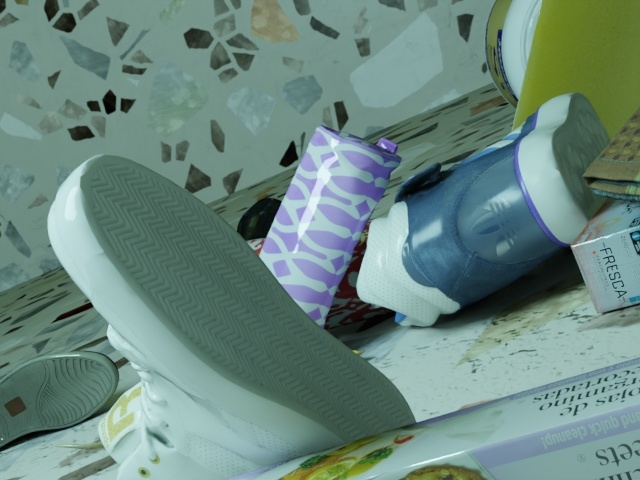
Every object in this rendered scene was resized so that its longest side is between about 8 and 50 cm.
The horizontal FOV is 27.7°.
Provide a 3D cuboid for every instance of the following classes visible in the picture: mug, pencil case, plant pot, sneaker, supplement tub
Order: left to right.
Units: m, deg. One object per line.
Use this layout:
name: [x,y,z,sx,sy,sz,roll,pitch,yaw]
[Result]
sneaker: [-0.304,0.161,1.444,0.222,0.083,0.118,-22,8,21]
sneaker: [-0.088,0.084,0.755,0.169,0.292,0.108,-24,37,28]
mug: [-0.008,0.037,1.272,0.169,0.113,0.150,-13,5,11]
pencil case: [0.000,0.000,1.153,0.088,0.206,0.086,13,15,-45]
sneaker: [0.144,-0.021,1.165,0.236,0.130,0.323,-28,1,23]
supplement tub: [0.346,-0.257,1.682,0.241,0.241,0.331,-24,8,5]
plant pot: [0.321,-0.188,1.382,0.187,0.212,0.212,14,18,11]

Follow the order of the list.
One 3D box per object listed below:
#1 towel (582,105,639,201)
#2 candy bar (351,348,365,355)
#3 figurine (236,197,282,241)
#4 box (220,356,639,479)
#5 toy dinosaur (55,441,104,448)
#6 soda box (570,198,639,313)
towel: [0.379,-0.109,0.873,0.271,0.040,0.370,-47,26,-17]
candy bar: [-0.014,0.109,1.176,0.040,0.018,0.161,-28,10,-27]
figurine: [-0.158,0.039,1.817,0.214,0.092,0.209,-20,13,31]
box: [0.073,0.126,0.660,0.324,0.067,0.063,-19,10,25]
toy dinosaur: [-0.134,0.160,1.148,0.183,0.053,0.092,-21,-10,-35]
soda box: [0.254,-0.008,1.010,0.063,0.058,0.183,-18,11,31]
